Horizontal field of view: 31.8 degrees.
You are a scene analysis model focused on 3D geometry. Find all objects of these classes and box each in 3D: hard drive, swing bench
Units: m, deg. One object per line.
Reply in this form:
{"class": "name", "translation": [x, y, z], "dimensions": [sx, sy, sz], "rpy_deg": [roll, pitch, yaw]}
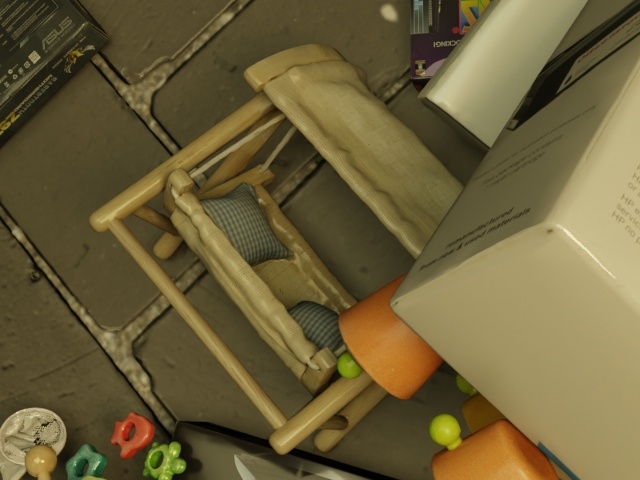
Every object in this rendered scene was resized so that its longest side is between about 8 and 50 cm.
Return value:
{"class": "hard drive", "translation": [0.277, -0.183, 0.915], "dimensions": [0.233, 0.047, 0.353], "rpy_deg": [38, 91, -9]}
{"class": "swing bench", "translation": [0.000, 0.000, 0.932], "dimensions": [0.255, 0.165, 0.253], "rpy_deg": [-43, 74, 3]}

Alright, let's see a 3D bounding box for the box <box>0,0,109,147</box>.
{"class": "box", "translation": [-0.348, -0.185, 1.096], "dimensions": [0.233, 0.059, 0.183], "rpy_deg": [-44, 75, 4]}

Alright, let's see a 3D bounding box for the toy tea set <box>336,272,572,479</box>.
{"class": "toy tea set", "translation": [0.112, 0.181, 0.743], "dimensions": [0.124, 0.200, 0.336], "rpy_deg": [-42, 56, 17]}

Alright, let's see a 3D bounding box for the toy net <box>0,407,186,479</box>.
{"class": "toy net", "translation": [-0.219, 0.185, 0.966], "dimensions": [0.232, 0.045, 0.122], "rpy_deg": [19, 78, 41]}

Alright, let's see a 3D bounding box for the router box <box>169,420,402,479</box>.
{"class": "router box", "translation": [-0.002, 0.306, 0.925], "dimensions": [0.309, 0.081, 0.242], "rpy_deg": [15, 84, 15]}

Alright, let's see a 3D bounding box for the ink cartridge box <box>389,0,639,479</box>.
{"class": "ink cartridge box", "translation": [0.271, -0.023, 0.735], "dimensions": [0.285, 0.166, 0.395], "rpy_deg": [43, 56, -10]}

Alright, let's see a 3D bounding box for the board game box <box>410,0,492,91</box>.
{"class": "board game box", "translation": [0.164, -0.208, 0.988], "dimensions": [0.170, 0.048, 0.141], "rpy_deg": [-3, 80, 13]}
